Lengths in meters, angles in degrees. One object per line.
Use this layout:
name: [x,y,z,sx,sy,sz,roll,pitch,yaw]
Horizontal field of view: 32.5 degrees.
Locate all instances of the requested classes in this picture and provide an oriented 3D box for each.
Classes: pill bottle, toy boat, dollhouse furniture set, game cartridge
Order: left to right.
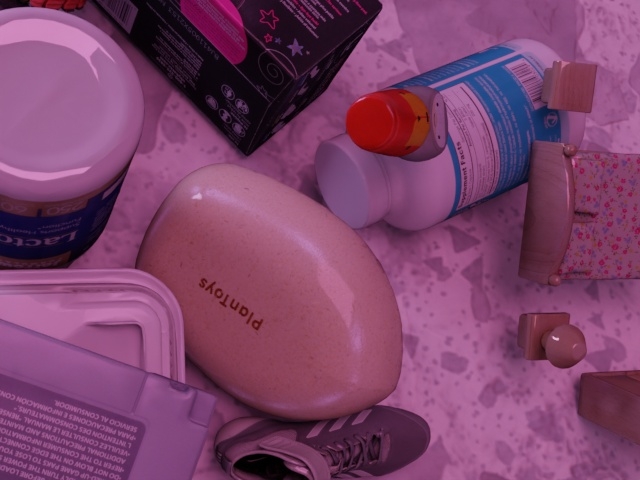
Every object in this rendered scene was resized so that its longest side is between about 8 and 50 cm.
game cartridge: [-0.242,0.156,0.791,0.294,0.060,0.196,23,76,-16]
pill bottle: [-0.237,-0.060,0.891,0.153,0.264,0.153,6,69,-16]
toy boat: [0.000,0.000,0.960,0.267,0.318,0.148,41,19,14]
pill bottle: [0.127,-0.100,1.106,0.264,0.146,0.146,-24,80,-26]
dollhouse furniture set: [0.368,0.017,1.053,0.303,0.174,0.355,1,98,-21]

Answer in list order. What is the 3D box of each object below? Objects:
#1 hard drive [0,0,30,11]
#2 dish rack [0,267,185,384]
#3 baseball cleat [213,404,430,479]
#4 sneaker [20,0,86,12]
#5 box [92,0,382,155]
hard drive: [-0.367,-0.161,0.952,0.255,0.054,0.172,-10,32,-25]
dish rack: [-0.237,0.188,0.855,0.286,0.072,0.332,-1,87,-18]
baseball cleat: [0.011,0.195,0.973,0.206,0.109,0.072,-3,105,-15]
sneaker: [-0.269,-0.321,1.056,0.088,0.092,0.225,-10,53,-32]
box: [-0.091,-0.238,1.068,0.247,0.163,0.142,46,59,2]
